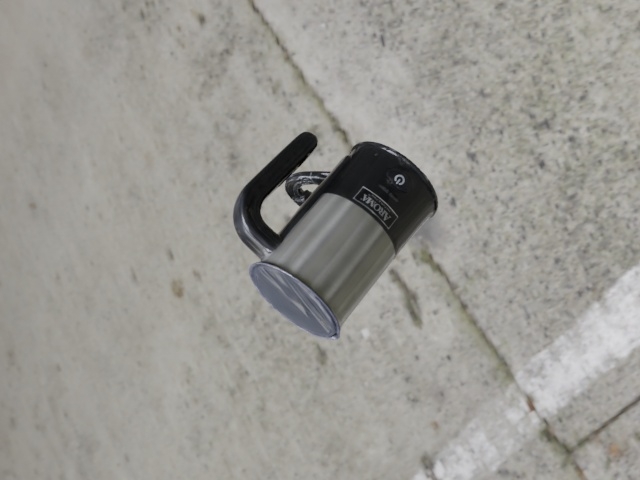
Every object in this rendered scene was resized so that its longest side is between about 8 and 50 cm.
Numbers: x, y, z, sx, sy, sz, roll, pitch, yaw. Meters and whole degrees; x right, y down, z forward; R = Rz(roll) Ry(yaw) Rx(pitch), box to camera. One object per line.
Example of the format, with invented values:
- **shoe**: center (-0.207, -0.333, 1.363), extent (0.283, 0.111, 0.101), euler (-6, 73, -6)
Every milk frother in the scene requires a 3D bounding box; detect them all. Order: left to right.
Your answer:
- **milk frother**: center (0.000, 0.000, 0.807), extent (0.129, 0.134, 0.143), euler (35, 156, 13)
